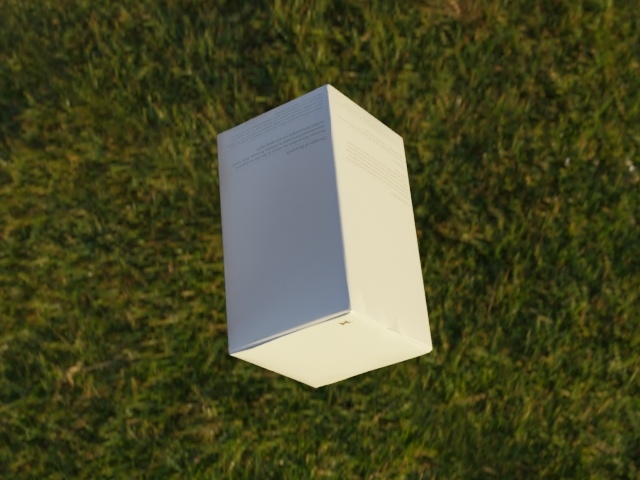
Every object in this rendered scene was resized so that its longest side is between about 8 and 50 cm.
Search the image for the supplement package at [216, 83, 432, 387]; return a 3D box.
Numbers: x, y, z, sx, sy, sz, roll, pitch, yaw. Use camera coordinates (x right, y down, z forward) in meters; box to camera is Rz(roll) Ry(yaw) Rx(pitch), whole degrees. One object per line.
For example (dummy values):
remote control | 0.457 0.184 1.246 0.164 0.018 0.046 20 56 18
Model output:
supplement package | 0.000 0.000 1.384 0.175 0.177 0.293 -21 60 29
